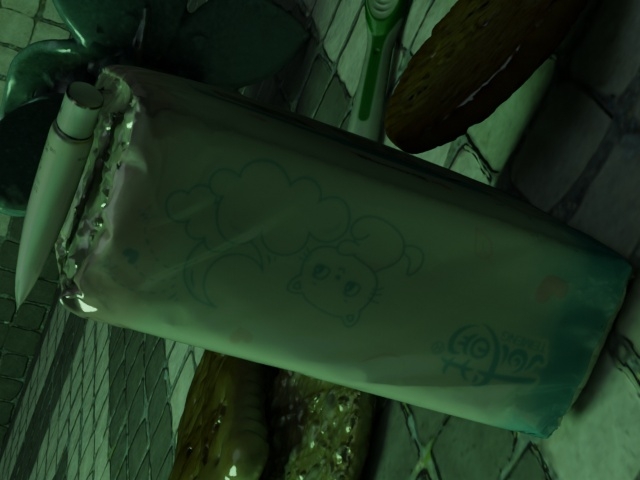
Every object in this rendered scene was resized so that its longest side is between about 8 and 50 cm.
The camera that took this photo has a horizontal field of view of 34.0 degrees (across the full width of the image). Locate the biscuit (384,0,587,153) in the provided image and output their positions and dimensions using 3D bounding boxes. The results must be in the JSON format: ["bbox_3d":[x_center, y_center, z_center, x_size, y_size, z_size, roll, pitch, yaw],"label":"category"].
[{"bbox_3d":[0.111,-0.131,0.668,0.188,0.027,0.188,-46,17,18],"label":"biscuit"}]

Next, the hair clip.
[{"bbox_3d":[-0.207,-0.140,1.188,0.238,0.319,0.391,139,140,-59],"label":"hair clip"}]

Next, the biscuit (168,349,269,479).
[{"bbox_3d":[-0.102,0.186,0.983,0.325,0.044,0.217,-96,29,-65],"label":"biscuit"}]

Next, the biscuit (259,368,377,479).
[{"bbox_3d":[-0.012,0.162,0.835,0.220,0.033,0.219,-52,28,43],"label":"biscuit"}]

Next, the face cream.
[{"bbox_3d":[-0.126,-0.019,0.491,0.038,0.020,0.115,-107,37,-55],"label":"face cream"}]

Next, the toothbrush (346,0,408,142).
[{"bbox_3d":[0.057,-0.210,0.925,0.040,0.042,0.417,46,-127,-66],"label":"toothbrush"}]

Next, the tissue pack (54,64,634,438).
[{"bbox_3d":[0.001,0.000,0.569,0.124,0.271,0.201,-70,20,5],"label":"tissue pack"}]
